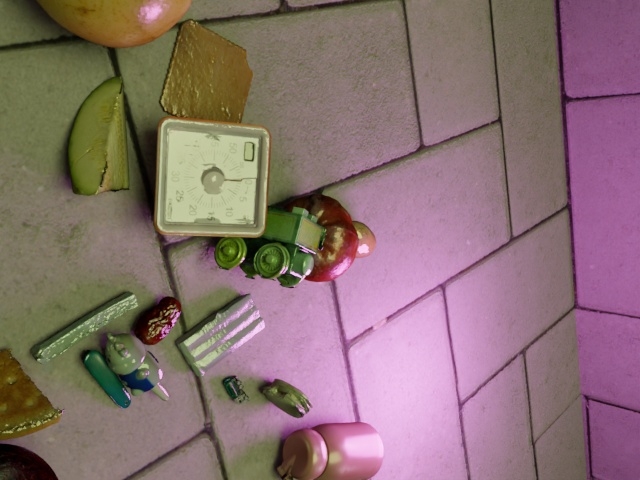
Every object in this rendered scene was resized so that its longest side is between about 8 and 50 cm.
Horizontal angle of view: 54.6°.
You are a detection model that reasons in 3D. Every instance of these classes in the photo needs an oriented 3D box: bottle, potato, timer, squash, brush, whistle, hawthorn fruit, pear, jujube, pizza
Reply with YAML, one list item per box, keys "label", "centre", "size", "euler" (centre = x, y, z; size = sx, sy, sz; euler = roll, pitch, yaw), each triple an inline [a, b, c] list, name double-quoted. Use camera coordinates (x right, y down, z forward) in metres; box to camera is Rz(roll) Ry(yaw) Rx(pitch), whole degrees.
- label: "bottle"
  centre: [0.024, 0.639, 1.831]
  size: [0.297, 0.173, 0.206]
  euler: [13, 120, -43]
- label: "potato"
  centre: [0.109, -0.002, 1.866]
  size: [0.147, 0.112, 0.111]
  euler: [31, 74, -48]
- label: "timer"
  centre: [-0.244, -0.140, 1.423]
  size: [0.250, 0.161, 0.257]
  euler: [3, 94, -9]
- label: "squash"
  centre: [-0.474, -0.225, 1.296]
  size: [0.169, 0.093, 0.251]
  euler: [-70, 160, -81]
- label: "brush"
  centre: [-0.487, 0.316, 1.412]
  size: [0.043, 0.032, 0.193]
  euler: [-49, 137, -33]
- label: "whistle"
  centre: [-0.419, 0.292, 1.416]
  size: [0.092, 0.110, 0.244]
  euler: [-42, 130, -20]
- label: "hawthorn fruit"
  centre: [0.000, 0.000, 1.707]
  size: [0.272, 0.242, 0.241]
  euler: [29, 74, -69]
- label: "pear"
  centre: [-0.401, -0.544, 1.176]
  size: [0.349, 0.349, 0.347]
  euler: [-7, 100, -42]
- label: "jujube"
  centre: [-0.381, 0.186, 1.458]
  size: [0.129, 0.077, 0.077]
  euler: [-55, 128, -29]
- label: "pizza"
  centre: [-0.640, 0.298, 1.196]
  size: [0.293, 0.197, 0.058]
  euler: [8, 129, -12]

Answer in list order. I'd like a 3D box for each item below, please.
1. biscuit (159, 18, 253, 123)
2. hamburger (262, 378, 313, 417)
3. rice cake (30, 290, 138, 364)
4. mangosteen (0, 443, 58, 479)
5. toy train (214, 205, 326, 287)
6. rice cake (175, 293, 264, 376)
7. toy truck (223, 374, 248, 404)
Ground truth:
- label: "biscuit"
  centre: [-0.270, -0.392, 1.526]
  size: [0.232, 0.013, 0.236]
  euler: [18, 84, -42]
- label: "hamburger"
  centre: [-0.089, 0.438, 1.717]
  size: [0.062, 0.140, 0.133]
  euler: [-55, 161, -23]
- label: "rice cake"
  centre: [-0.513, 0.188, 1.356]
  size: [0.245, 0.045, 0.042]
  euler: [-36, 121, -34]
- label: "mangosteen"
  centre: [-0.640, 0.518, 1.130]
  size: [0.330, 0.330, 0.329]
  euler: [-7, 100, -42]
- label: "toy train"
  centre: [-0.131, 0.006, 1.533]
  size: [0.159, 0.272, 0.188]
  euler: [29, 75, -62]
- label: "rice cake"
  centre: [-0.254, 0.239, 1.602]
  size: [0.237, 0.043, 0.127]
  euler: [-37, 118, -34]
- label: "toy truck"
  centre: [-0.226, 0.399, 1.653]
  size: [0.044, 0.039, 0.083]
  euler: [-29, 114, -18]
